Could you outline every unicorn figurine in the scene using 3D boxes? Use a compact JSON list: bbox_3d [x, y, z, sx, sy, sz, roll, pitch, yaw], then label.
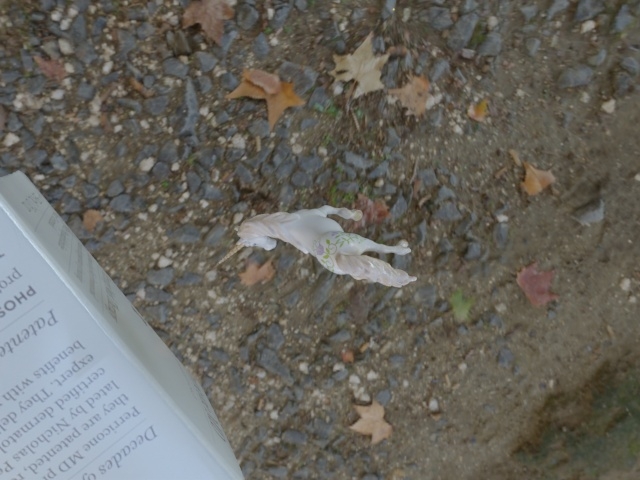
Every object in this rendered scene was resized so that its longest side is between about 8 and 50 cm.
[{"bbox_3d":[0.000,0.000,0.549,0.111,0.162,0.060,1,95,-36],"label":"unicorn figurine"}]

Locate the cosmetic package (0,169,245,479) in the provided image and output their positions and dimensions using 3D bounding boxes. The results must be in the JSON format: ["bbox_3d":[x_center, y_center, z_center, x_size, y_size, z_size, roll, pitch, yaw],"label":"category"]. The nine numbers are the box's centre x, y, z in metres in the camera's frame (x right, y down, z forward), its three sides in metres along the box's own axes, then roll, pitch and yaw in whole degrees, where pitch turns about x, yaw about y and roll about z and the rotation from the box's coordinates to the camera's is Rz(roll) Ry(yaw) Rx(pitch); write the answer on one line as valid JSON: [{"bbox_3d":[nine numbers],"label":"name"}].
[{"bbox_3d":[-0.348,0.177,0.698,0.327,0.329,0.394,-38,109,-11],"label":"cosmetic package"}]
